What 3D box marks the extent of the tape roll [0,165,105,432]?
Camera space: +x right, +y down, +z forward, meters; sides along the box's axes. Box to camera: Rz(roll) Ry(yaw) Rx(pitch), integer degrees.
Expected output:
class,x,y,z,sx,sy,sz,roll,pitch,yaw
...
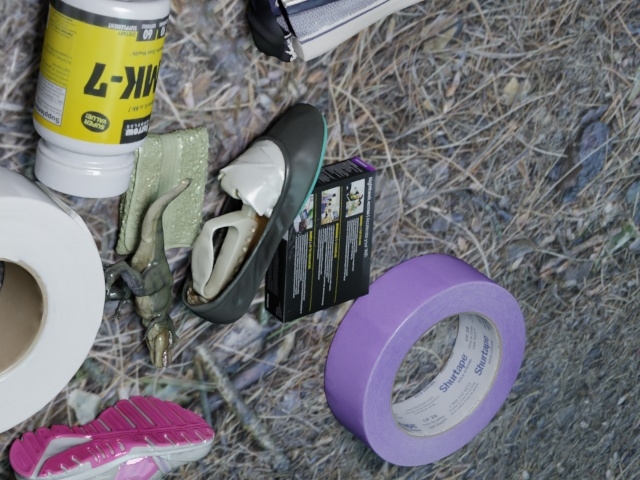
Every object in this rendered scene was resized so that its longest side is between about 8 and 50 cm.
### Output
class,x,y,z,sx,sy,sz,roll,pitch,yaw
tape roll,-0.366,0.063,1.683,0.286,0.100,0.286,-20,126,-30

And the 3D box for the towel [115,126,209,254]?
class,x,y,z,sx,sy,sz,roll,pitch,yaw
towel,-0.174,-0.054,1.824,0.110,0.027,0.148,-11,121,-36

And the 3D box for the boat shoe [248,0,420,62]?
class,x,y,z,sx,sy,sz,roll,pitch,yaw
boat shoe,0.062,-0.338,1.775,0.340,0.127,0.158,-36,140,-17

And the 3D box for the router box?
class,x,y,z,sx,sy,sz,roll,pitch,yaw
router box,0.000,0.000,1.986,0.133,0.046,0.179,-17,125,-32

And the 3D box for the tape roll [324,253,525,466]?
class,x,y,z,sx,sy,sz,roll,pitch,yaw
tape roll,0.140,0.159,2.168,0.275,0.090,0.275,-21,126,-31

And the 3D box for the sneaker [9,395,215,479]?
class,x,y,z,sx,sy,sz,roll,pitch,yaw
sneaker,-0.243,0.263,1.914,0.252,0.103,0.111,-11,126,-27

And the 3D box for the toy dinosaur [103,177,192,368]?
class,x,y,z,sx,sy,sz,roll,pitch,yaw
toy dinosaur,-0.205,0.046,1.818,0.118,0.064,0.268,-24,142,-31

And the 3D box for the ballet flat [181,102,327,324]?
class,x,y,z,sx,sy,sz,roll,pitch,yaw
ballet flat,-0.080,-0.028,1.863,0.096,0.095,0.280,8,109,-49

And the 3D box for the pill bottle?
class,x,y,z,sx,sy,sz,roll,pitch,yaw
pill bottle,-0.225,-0.157,1.655,0.119,0.119,0.208,-6,119,-37
